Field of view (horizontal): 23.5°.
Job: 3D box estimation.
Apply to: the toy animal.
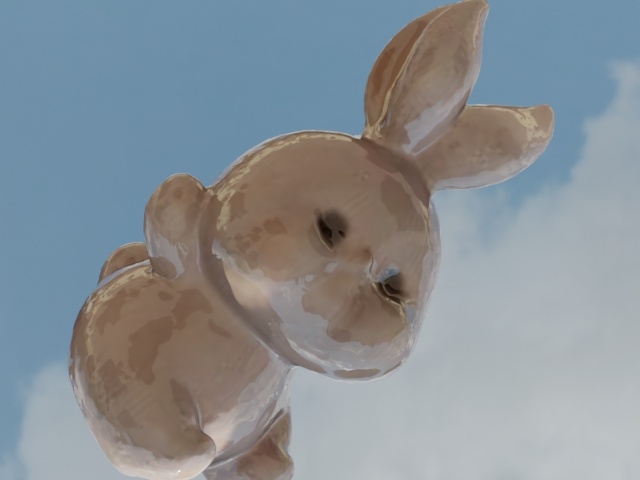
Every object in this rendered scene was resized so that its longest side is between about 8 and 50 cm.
[{"bbox_3d":[0.001,0.001,0.585,0.212,0.124,0.124,-43,-127,12],"label":"toy animal"}]
